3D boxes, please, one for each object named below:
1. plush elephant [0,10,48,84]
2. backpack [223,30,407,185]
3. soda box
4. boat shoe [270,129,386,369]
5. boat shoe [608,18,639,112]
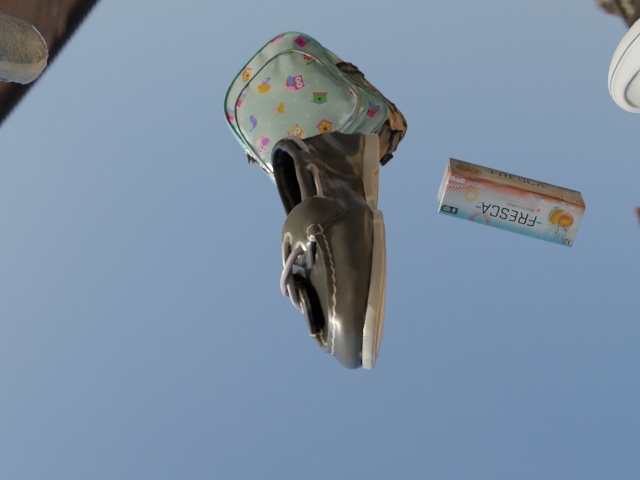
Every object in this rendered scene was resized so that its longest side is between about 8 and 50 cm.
[{"bbox_3d":[-0.419,-0.047,0.933,0.272,0.330,0.255,14,-117,-43],"label":"plush elephant"},{"bbox_3d":[-0.021,-0.145,1.325,0.188,0.166,0.144,47,-169,29],"label":"backpack"},{"bbox_3d":[0.246,-0.049,1.484,0.183,0.063,0.058,15,-156,-1],"label":"soda box"},{"bbox_3d":[0.000,0.000,0.892,0.095,0.112,0.335,2,-155,0],"label":"boat shoe"},{"bbox_3d":[0.356,-0.183,1.053,0.095,0.258,0.084,29,-127,-11],"label":"boat shoe"}]
